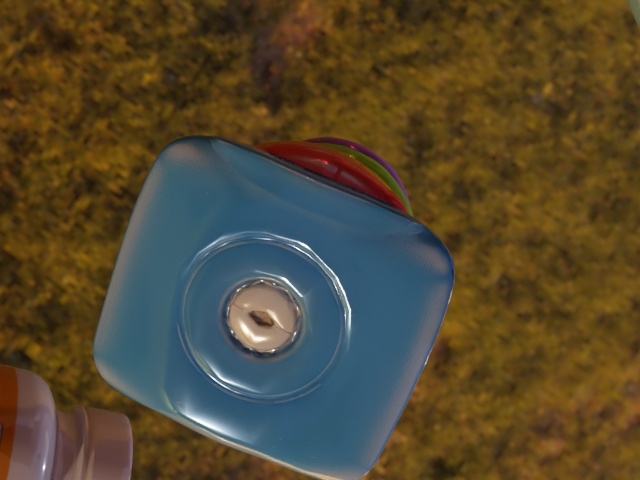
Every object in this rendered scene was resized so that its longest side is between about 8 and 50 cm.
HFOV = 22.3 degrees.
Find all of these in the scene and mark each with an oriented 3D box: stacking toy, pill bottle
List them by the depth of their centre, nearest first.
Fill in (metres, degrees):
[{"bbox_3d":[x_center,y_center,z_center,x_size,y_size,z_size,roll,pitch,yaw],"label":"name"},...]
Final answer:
[{"bbox_3d":[0.000,0.000,0.984,0.302,0.175,0.166,-53,165,-70],"label":"stacking toy"},{"bbox_3d":[-0.255,0.143,1.071,0.245,0.136,0.136,12,117,-19],"label":"pill bottle"}]

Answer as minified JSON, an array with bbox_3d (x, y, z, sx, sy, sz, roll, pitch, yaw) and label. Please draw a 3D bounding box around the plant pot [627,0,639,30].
[{"bbox_3d":[0.196,-0.203,0.747,0.165,0.165,0.234,-30,114,-71],"label":"plant pot"}]
